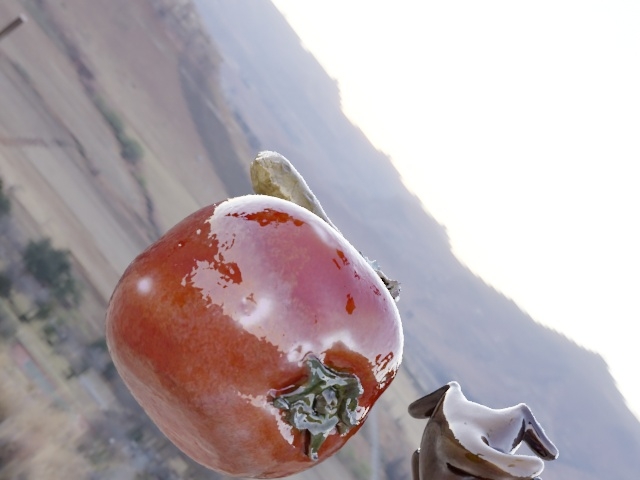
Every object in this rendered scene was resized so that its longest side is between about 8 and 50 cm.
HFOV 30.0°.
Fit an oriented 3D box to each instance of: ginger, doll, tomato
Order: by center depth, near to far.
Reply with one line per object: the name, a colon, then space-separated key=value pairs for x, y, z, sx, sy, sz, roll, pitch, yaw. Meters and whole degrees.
tomato: x=-0.077 y=0.114 z=1.361 sx=0.290 sy=0.293 sz=0.325 roll=40 pitch=-12 yaw=39
ginger: x=-0.003 y=0.002 z=1.634 sx=0.299 sy=0.065 sz=0.118 roll=57 pitch=15 yaw=7
doll: x=0.228 y=0.389 z=1.692 sx=0.209 sy=0.340 sz=0.318 roll=1 pitch=8 yaw=-33

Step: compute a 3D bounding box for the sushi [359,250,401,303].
sushi: x=0.026 y=0.071 z=2.072 sx=0.097 sy=0.226 sz=0.103 roll=83 pitch=1 yaw=-51
